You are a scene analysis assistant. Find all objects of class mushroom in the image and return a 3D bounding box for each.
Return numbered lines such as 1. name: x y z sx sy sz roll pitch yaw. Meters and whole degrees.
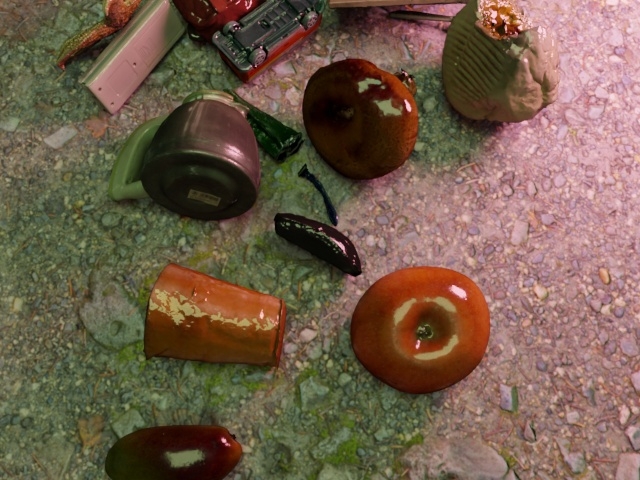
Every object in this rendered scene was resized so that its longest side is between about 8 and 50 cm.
1. mushroom: 0.104 -0.256 1.490 0.254 0.267 0.268 8 69 -34

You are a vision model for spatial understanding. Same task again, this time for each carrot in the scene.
1. carrot: -0.197 0.162 1.353 0.254 0.196 0.196 11 73 2

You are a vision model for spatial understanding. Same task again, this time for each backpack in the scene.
1. backpack: -0.249 -0.581 1.602 0.229 0.139 0.229 1 73 -2

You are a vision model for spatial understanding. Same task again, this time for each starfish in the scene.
1. starfish: -0.472 -0.501 1.556 0.060 0.299 0.302 44 55 -17

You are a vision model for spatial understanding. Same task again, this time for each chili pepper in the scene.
1. chili pepper: -0.143 -0.275 1.559 0.088 0.059 0.227 -41 73 -17

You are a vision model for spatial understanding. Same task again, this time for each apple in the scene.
1. apple: 0.195 0.172 1.345 0.271 0.206 0.252 5 76 0

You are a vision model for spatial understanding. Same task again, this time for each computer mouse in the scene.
1. computer mouse: 0.000 0.000 1.440 0.217 0.122 0.074 28 86 5

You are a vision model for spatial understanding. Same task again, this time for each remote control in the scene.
1. remote control: -0.428 -0.426 1.570 0.055 0.103 0.277 28 74 28

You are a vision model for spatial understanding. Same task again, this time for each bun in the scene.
1. bun: 0.405 -0.382 1.503 0.204 0.281 0.282 1 71 -29

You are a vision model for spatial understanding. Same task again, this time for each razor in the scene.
1. razor: 0.003 -0.100 1.516 0.028 0.044 0.155 -23 75 -35

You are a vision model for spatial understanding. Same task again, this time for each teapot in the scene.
1. teapot: -0.266 -0.178 1.474 0.239 0.321 0.240 28 51 -33

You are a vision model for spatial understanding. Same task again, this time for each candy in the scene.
1. candy: 0.322 -0.520 1.634 0.323 0.097 0.097 11 73 12

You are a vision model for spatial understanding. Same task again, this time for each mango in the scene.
1. mango: -0.284 0.422 1.312 0.267 0.111 0.133 -5 85 3

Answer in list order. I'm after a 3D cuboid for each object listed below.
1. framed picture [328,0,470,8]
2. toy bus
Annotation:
1. framed picture: 0.190 -0.601 1.596 0.334 0.022 0.247 0 41 6
2. toy bus: -0.111 -0.478 1.582 0.265 0.120 0.121 -40 77 -11
